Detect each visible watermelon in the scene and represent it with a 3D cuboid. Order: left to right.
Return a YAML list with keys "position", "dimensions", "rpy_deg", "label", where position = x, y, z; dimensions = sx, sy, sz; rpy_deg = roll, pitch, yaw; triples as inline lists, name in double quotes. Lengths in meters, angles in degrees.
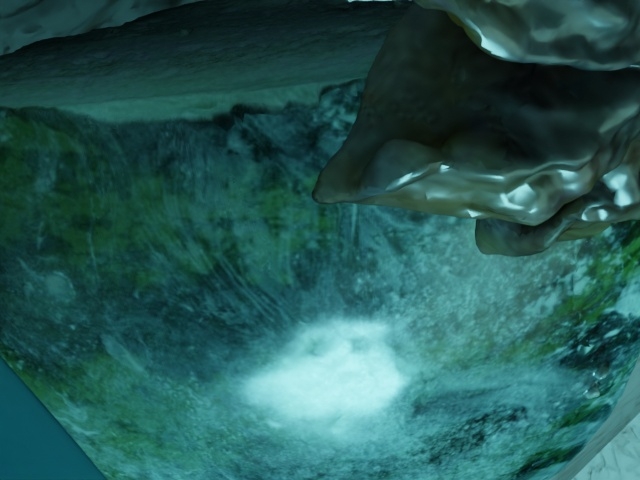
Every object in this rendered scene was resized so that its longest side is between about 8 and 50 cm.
- position: [0.000, 0.000, 0.699]
  dimensions: [0.320, 0.213, 0.289]
  rpy_deg: [-19, 132, 6]
  label: "watermelon"

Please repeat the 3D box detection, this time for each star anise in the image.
- position: [0.082, -0.062, 0.487]
  dimensions: [0.197, 0.073, 0.212]
  rpy_deg: [-30, 156, -4]
  label: "star anise"

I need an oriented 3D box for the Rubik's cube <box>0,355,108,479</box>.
- position: [-0.233, 0.201, 0.487]
  dimensions: [0.347, 0.352, 0.351]
  rpy_deg: [-48, 161, 21]
  label: "Rubik's cube"
